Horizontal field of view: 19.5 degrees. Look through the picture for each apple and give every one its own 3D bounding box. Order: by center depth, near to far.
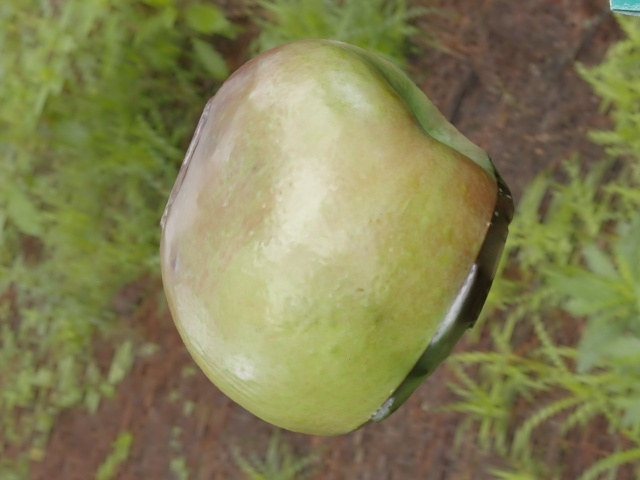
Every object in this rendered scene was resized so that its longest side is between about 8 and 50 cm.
[{"bbox_3d":[0.000,0.000,1.007,0.188,0.173,0.207,-48,54,18],"label":"apple"}]

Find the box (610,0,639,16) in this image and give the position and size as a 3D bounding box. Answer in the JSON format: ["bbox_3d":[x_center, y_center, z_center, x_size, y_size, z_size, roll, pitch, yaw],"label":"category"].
[{"bbox_3d":[0.291,-0.293,1.362,0.092,0.153,0.245,17,114,58],"label":"box"}]
